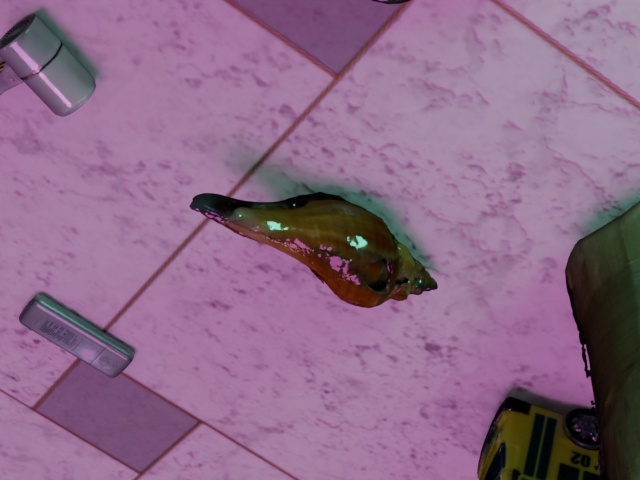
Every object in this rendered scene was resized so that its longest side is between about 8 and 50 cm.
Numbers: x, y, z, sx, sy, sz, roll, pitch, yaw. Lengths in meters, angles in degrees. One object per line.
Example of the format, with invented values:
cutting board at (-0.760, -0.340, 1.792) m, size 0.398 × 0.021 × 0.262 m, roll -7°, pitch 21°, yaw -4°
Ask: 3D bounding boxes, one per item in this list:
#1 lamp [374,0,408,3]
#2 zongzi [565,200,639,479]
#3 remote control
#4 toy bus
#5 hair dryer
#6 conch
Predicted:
lamp at (-0.085, -0.267, 0.946) m, size 0.371 × 0.108 × 0.130 m, roll 13°, pitch 136°, yaw 19°
zongzi at (0.344, 0.180, 1.111) m, size 0.160 × 0.323 × 0.360 m, roll -25°, pitch 124°, yaw 27°
remote control at (-0.257, 0.102, 1.458) m, size 0.124 × 0.018 × 0.053 m, roll 33°, pitch 134°, yaw -13°
toy bus at (0.278, 0.263, 1.326) m, size 0.262 × 0.150 × 0.128 m, roll 17°, pitch 134°, yaw 4°
hair dryer at (-0.268, -0.139, 1.213) m, size 0.137 × 0.047 × 0.082 m, roll -16°, pitch 126°, yaw 38°
conch at (0.004, -0.004, 1.215) m, size 0.233 × 0.086 × 0.080 m, roll 32°, pitch 94°, yaw -8°
